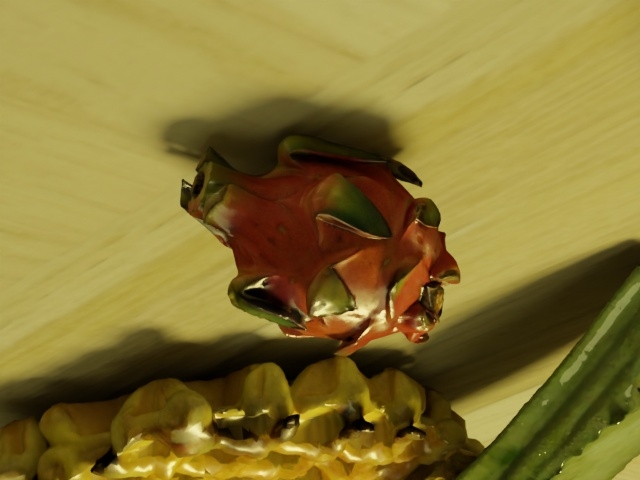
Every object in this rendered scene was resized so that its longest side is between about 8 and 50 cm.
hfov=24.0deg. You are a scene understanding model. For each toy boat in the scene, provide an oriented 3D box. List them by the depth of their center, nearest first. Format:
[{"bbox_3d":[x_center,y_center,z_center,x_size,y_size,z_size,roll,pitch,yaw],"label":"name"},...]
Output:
[{"bbox_3d":[0.127,0.116,0.841,0.093,0.055,0.293,-8,147,-34],"label":"toy boat"}]

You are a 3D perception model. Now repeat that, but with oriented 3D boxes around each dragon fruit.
[{"bbox_3d":[-0.002,0.001,0.621,0.116,0.086,0.081,11,-170,-17],"label":"dragon fruit"}]

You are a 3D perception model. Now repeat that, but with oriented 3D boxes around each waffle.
[{"bbox_3d":[-0.047,0.146,0.941,0.329,0.062,0.329,-7,156,-3],"label":"waffle"}]
